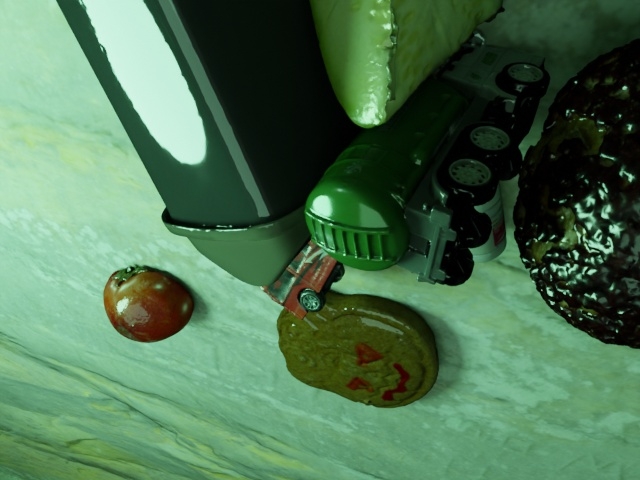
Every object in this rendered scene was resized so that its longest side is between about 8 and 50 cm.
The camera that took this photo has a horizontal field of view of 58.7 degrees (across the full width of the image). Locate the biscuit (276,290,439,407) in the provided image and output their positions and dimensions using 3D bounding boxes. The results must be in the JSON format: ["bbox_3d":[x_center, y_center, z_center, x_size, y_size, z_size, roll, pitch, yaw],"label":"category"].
[{"bbox_3d":[0.053,0.176,0.883,0.257,0.049,0.273,16,137,10],"label":"biscuit"}]

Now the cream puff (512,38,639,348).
[{"bbox_3d":[0.249,-0.038,0.432,0.164,0.239,0.239,34,151,39],"label":"cream puff"}]

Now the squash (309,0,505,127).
[{"bbox_3d":[0.021,-0.231,0.388,0.093,0.169,0.252,14,143,47],"label":"squash"}]

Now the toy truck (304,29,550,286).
[{"bbox_3d":[0.092,-0.068,0.453,0.124,0.242,0.101,22,141,21],"label":"toy truck"}]

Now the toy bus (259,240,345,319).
[{"bbox_3d":[0.000,0.000,0.673,0.089,0.081,0.195,32,128,4],"label":"toy bus"}]

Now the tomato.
[{"bbox_3d":[-0.297,0.117,0.951,0.159,0.091,0.139,-4,133,26],"label":"tomato"}]

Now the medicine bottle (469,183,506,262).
[{"bbox_3d":[0.163,-0.027,0.600,0.058,0.058,0.091,0,134,25],"label":"medicine bottle"}]

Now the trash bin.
[{"bbox_3d":[-0.065,-0.123,0.493,0.182,0.209,0.290,5,132,38],"label":"trash bin"}]
